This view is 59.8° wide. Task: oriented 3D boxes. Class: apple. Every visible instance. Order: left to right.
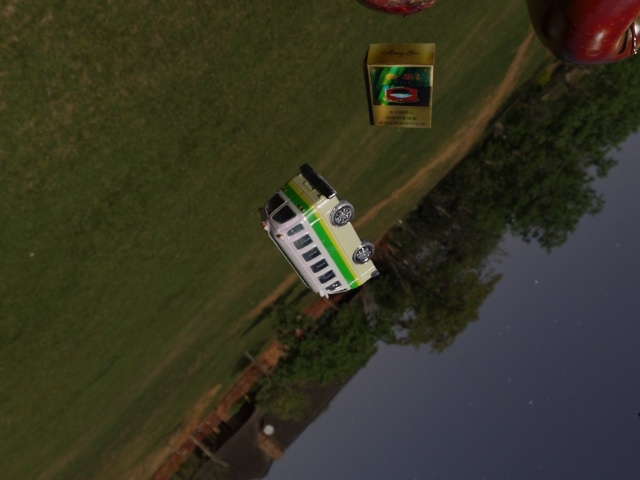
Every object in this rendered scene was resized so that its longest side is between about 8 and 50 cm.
[{"bbox_3d":[0.547,-0.509,1.085,0.288,0.317,0.288,-17,161,-6],"label":"apple"}]

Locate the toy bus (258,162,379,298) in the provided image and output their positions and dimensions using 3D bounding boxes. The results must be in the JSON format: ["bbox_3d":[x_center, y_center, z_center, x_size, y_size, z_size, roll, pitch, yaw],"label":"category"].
[{"bbox_3d":[0.000,0.000,1.264,0.179,0.143,0.305,-38,136,-5],"label":"toy bus"}]

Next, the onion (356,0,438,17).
[{"bbox_3d":[0.160,-0.600,1.151,0.276,0.276,0.276,-47,176,-4],"label":"onion"}]

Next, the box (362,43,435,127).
[{"bbox_3d":[0.194,-0.368,1.347,0.240,0.159,0.071,69,30,-64],"label":"box"}]

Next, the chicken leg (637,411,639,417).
[{"bbox_3d":[0.649,0.310,0.996,0.145,0.062,0.037,-26,-145,36],"label":"chicken leg"}]
